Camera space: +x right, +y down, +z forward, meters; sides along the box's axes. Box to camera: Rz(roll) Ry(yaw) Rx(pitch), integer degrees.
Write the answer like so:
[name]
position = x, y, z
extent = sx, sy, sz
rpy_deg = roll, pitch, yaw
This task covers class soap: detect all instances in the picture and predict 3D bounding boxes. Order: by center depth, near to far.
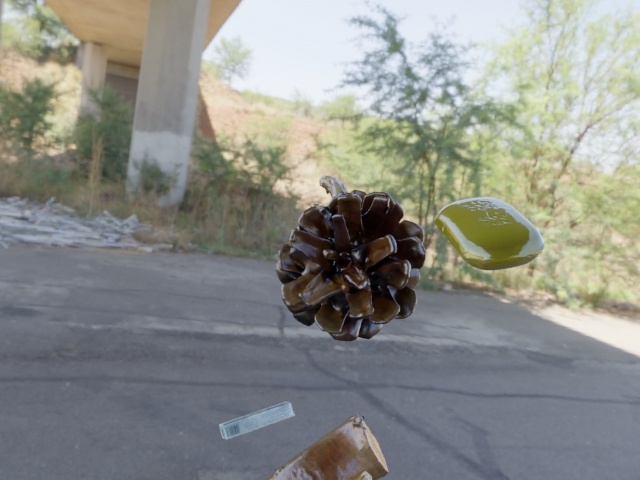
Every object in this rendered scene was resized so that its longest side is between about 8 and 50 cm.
[soap]
position = 0.179, -0.012, 0.652
extent = 0.089, 0.045, 0.140
rpy_deg = -7, 25, -6

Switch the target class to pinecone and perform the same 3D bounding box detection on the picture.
[pinecone]
position = 0.050, 0.034, 0.848
extent = 0.202, 0.229, 0.201
rpy_deg = 48, -21, 12

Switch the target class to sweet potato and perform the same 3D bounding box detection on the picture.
[sweet potato]
position = -0.036, 0.429, 1.007
extent = 0.337, 0.131, 0.131
rpy_deg = -34, 22, -15

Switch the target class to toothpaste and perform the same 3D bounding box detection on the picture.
[toothpaste]
position = -0.139, 0.393, 1.326
extent = 0.164, 0.034, 0.046
rpy_deg = -13, -7, -25

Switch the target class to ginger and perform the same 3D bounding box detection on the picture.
[ginger]
position = 0.004, 0.006, 1.219
extent = 0.065, 0.258, 0.149
rpy_deg = 6, 30, -20

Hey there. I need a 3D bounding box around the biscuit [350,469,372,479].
[biscuit]
position = 0.029, 0.376, 0.852
extent = 0.027, 0.133, 0.184
rpy_deg = 39, 17, 13
